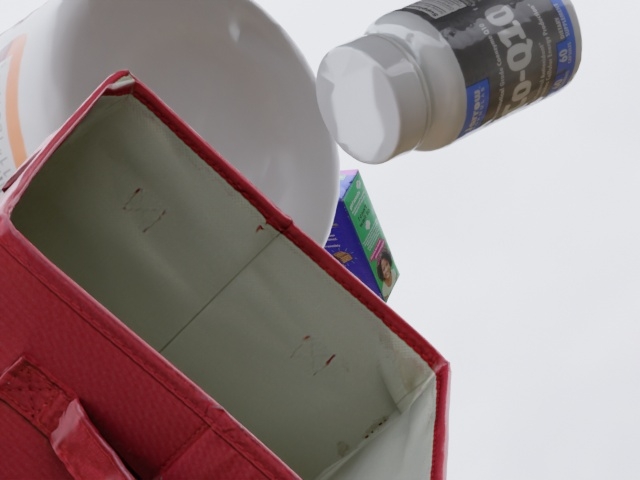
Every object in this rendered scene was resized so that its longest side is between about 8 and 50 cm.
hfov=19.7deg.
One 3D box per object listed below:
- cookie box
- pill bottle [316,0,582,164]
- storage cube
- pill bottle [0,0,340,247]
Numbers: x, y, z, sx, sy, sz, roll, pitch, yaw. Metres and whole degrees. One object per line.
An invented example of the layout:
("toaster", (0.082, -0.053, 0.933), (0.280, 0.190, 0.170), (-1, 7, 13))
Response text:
("cookie box", (0.000, 0.000, 1.418), (0.092, 0.040, 0.107), (-3, -50, 26))
("pill bottle", (0.068, -0.093, 0.982), (0.137, 0.078, 0.078), (-27, -27, -35))
("storage cube", (-0.085, 0.084, 0.667), (0.184, 0.215, 0.193), (42, -71, -9))
("pill bottle", (-0.191, -0.010, 1.214), (0.224, 0.224, 0.392), (5, -21, -41))
